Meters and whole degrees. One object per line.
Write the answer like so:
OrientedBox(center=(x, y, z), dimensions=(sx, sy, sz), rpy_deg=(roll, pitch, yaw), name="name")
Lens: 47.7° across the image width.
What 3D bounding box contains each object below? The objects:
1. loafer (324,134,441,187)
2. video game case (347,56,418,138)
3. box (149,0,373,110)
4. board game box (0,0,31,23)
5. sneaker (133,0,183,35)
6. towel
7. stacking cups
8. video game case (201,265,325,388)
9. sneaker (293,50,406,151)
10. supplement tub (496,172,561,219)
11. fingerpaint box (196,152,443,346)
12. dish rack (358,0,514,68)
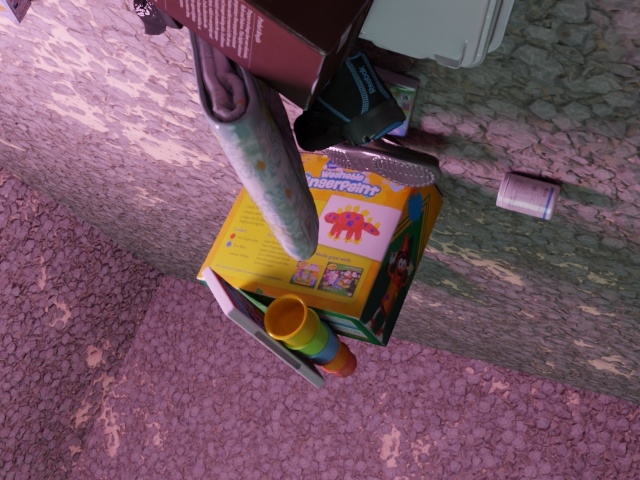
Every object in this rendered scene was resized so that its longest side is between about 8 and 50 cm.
OrientedBox(center=(0.127, -0.177, 1.419), dimensions=(0.251, 0.087, 0.094), rpy_deg=(19, 159, 26), name="loafer")
OrientedBox(center=(0.067, -0.268, 1.321), dimensions=(0.212, 0.023, 0.193), rpy_deg=(20, 164, 7), name="video game case")
OrientedBox(center=(-0.124, -0.357, 0.947), dimensions=(0.381, 0.143, 0.191), rpy_deg=(37, 166, -1), name="box")
OrientedBox(center=(-0.670, -0.517, 1.420), dimensions=(0.194, 0.060, 0.194), rpy_deg=(17, 162, 17), name="board game box")
OrientedBox(center=(-0.297, -0.416, 1.273), dimensions=(0.089, 0.051, 0.170), rpy_deg=(13, 165, 13), name="sneaker")
OrientedBox(center=(-0.104, -0.194, 1.202), dimensions=(0.090, 0.375, 0.321), rpy_deg=(-23, 137, 7), name="towel")
OrientedBox(center=(-0.012, 0.218, 1.514), dimensions=(0.096, 0.096, 0.316), rpy_deg=(13, 158, 29), name="stacking cups")
OrientedBox(center=(-0.119, 0.180, 1.508), dimensions=(0.285, 0.025, 0.204), rpy_deg=(44, 180, -31), name="video game case")
OrientedBox(center=(0.033, -0.241, 1.261), dimensions=(0.140, 0.125, 0.341), rpy_deg=(64, 160, -12), name="sneaker")
OrientedBox(center=(0.399, -0.085, 1.388), dimensions=(0.107, 0.071, 0.071), rpy_deg=(17, 163, 18), name="supplement tub")
OrientedBox(center=(0.000, 0.000, 1.633), dimensions=(0.444, 0.371, 0.163), rpy_deg=(10, 156, 34), name="fingerpaint box")
OrientedBox(center=(0.114, -0.344, 0.948), dimensions=(0.285, 0.072, 0.333), rpy_deg=(19, 164, 10), name="dish rack")
